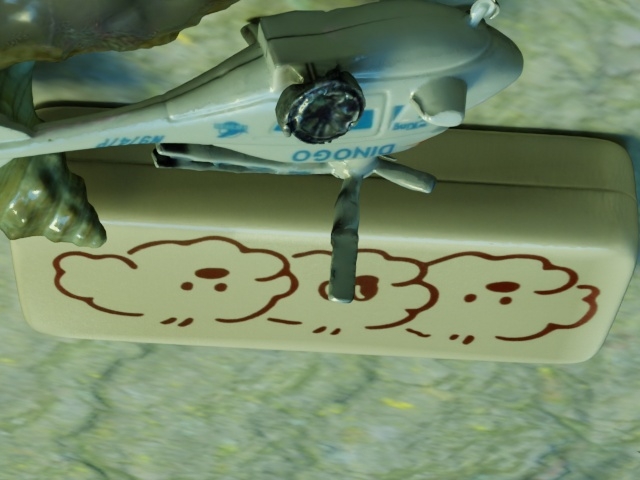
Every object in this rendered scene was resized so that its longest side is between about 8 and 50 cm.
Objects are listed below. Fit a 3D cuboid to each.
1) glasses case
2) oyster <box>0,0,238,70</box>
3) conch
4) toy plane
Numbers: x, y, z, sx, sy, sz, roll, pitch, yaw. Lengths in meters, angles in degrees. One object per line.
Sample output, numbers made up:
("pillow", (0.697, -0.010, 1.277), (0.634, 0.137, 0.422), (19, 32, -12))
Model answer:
("glasses case", (0.000, 0.000, 1.043), (0.336, 0.076, 0.144), (3, 150, -1))
("oyster", (-0.128, -0.130, 0.794), (0.341, 0.110, 0.166), (-12, 155, -2))
("conch", (-0.214, -0.054, 0.925), (0.234, 0.137, 0.114), (15, 177, -2))
("toy plane", (-0.045, -0.067, 0.845), (0.273, 0.182, 0.107), (6, 139, -3))
